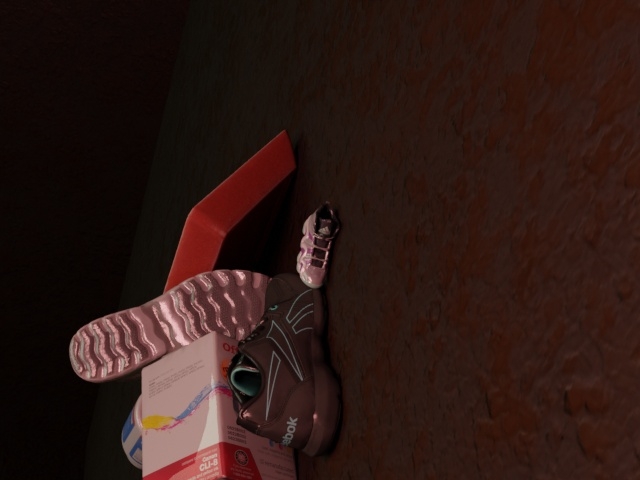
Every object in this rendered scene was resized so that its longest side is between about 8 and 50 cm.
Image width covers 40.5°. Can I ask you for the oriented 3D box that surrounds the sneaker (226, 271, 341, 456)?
[{"bbox_3d":[-0.047,0.119,0.966,0.267,0.106,0.101,-104,28,-56],"label":"sneaker"}]

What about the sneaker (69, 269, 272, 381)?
[{"bbox_3d":[-0.173,0.110,1.111,0.115,0.281,0.105,101,156,-75],"label":"sneaker"}]

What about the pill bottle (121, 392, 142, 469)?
[{"bbox_3d":[-0.296,0.348,1.588,0.221,0.124,0.124,128,148,-55],"label":"pill bottle"}]

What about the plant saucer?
[{"bbox_3d":[-0.124,0.004,1.201,0.259,0.047,0.259,-48,-14,-50],"label":"plant saucer"}]

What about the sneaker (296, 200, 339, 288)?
[{"bbox_3d":[0.000,0.000,0.990,0.069,0.038,0.098,124,150,-54],"label":"sneaker"}]

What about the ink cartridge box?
[{"bbox_3d":[-0.118,0.218,1.000,0.127,0.128,0.176,-30,51,27],"label":"ink cartridge box"}]
